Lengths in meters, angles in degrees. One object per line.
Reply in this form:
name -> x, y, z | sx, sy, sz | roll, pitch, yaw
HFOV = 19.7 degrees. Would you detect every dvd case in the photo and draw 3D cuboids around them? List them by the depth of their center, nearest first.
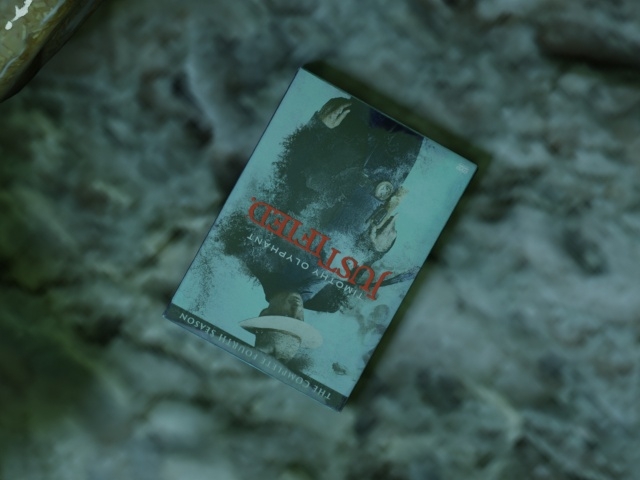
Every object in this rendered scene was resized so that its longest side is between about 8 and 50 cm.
dvd case -> 0.000, 0.000, 0.768 | 0.087, 0.013, 0.119 | 30, 94, -5

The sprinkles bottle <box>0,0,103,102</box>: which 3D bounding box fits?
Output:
sprinkles bottle -> -0.220, -0.206, 0.685 | 0.355, 0.121, 0.121 | 41, 92, -6
